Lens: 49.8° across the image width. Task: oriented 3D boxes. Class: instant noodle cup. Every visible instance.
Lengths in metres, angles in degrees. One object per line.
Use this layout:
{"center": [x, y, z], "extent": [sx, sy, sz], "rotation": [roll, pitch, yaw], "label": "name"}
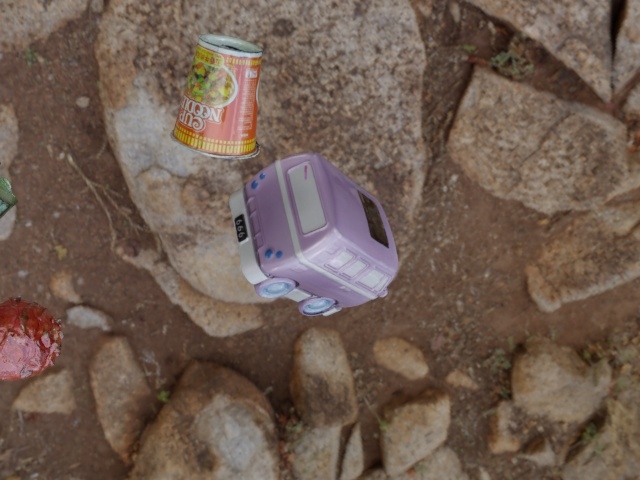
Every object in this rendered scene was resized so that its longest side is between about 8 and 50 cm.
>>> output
{"center": [-0.196, -0.297, 1.402], "extent": [0.193, 0.193, 0.212], "rotation": [-6, 121, -38], "label": "instant noodle cup"}

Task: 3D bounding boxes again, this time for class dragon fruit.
{"center": [-0.844, 0.275, 1.913], "extent": [0.252, 0.241, 0.241], "rotation": [-29, 155, -30], "label": "dragon fruit"}

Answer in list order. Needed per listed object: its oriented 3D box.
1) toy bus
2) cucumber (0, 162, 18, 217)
{"center": [0.000, 0.000, 0.836], "extent": [0.142, 0.142, 0.202], "rotation": [-28, 150, 21], "label": "toy bus"}
{"center": [-0.746, -0.123, 1.454], "extent": [0.130, 0.191, 0.191], "rotation": [-43, 150, 7], "label": "cucumber"}
